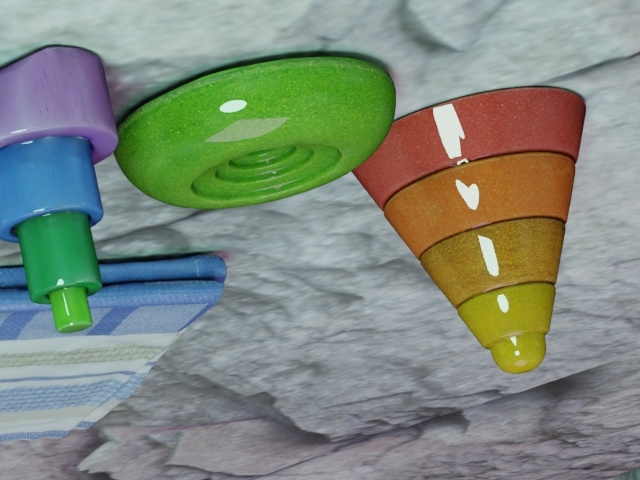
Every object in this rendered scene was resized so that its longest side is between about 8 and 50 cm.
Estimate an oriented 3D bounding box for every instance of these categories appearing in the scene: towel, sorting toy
[{"bbox_3d":[-0.192,0.070,1.126,0.209,0.034,0.285,-3,160,-26],"label":"towel"},{"bbox_3d":[0.000,0.000,0.856,0.127,0.126,0.365,-26,161,40],"label":"sorting toy"}]
